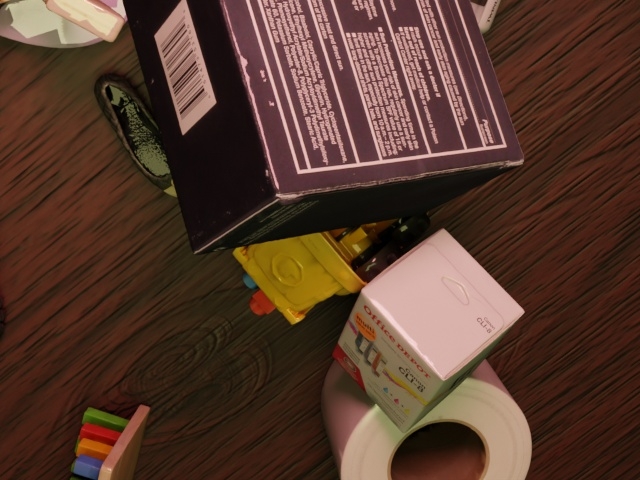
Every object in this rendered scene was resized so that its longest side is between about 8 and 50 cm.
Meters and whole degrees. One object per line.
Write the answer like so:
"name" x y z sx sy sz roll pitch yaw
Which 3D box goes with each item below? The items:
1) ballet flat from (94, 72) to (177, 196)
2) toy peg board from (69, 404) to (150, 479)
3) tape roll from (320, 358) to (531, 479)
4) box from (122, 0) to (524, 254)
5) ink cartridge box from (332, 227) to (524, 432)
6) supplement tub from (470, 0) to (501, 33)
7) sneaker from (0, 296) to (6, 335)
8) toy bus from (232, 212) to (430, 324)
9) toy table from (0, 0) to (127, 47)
"ballet flat" -0.206 -0.116 1.030 0.057 0.049 0.173 -34 112 5
"toy peg board" -0.290 0.304 1.125 0.079 0.161 0.161 16 108 1
"tape roll" 0.131 0.245 1.160 0.246 0.169 0.246 -3 112 -9
"box" -0.001 -0.165 0.860 0.293 0.182 0.297 -10 79 -34
"ink cartridge box" 0.111 0.101 0.966 0.127 0.176 0.128 -35 71 -26
"supplement tub" 0.165 -0.334 0.973 0.116 0.117 0.191 16 108 -15
"sneaker" -0.432 0.009 0.988 0.134 0.146 0.344 -10 111 -6
"toy bus" 0.000 0.000 1.052 0.149 0.220 0.211 49 128 -1
"toy table" -0.320 -0.284 0.889 0.274 0.161 0.252 15 108 -15
